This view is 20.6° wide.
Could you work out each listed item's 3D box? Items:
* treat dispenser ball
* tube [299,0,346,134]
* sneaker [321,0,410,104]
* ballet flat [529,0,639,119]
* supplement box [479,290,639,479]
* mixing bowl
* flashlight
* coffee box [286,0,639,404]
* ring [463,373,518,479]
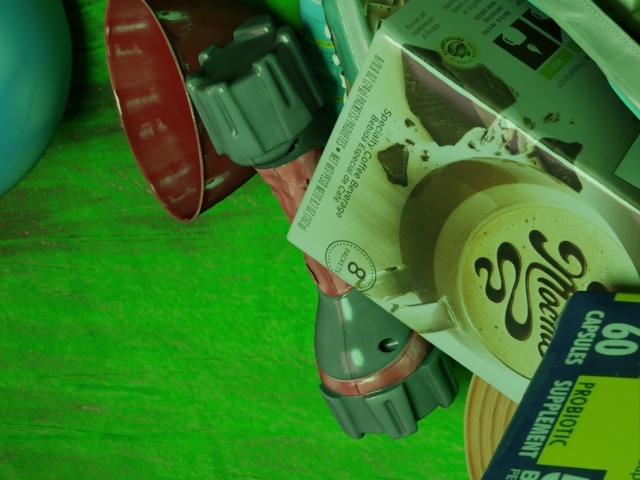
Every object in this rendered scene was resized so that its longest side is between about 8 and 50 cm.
[{"bbox_3d":[-0.355,-0.154,1.495,0.288,0.288,0.288,33,137,36],"label":"treat dispenser ball"},{"bbox_3d":[0.018,-0.097,1.256,0.080,0.052,0.207,39,147,41],"label":"tube"},{"bbox_3d":[0.055,-0.073,1.161,0.121,0.108,0.302,-10,107,51],"label":"sneaker"},{"bbox_3d":[0.164,-0.115,0.900,0.213,0.072,0.068,46,136,20],"label":"ballet flat"},{"bbox_3d":[0.262,0.162,0.772,0.357,0.194,0.195,3,127,28],"label":"supplement box"},{"bbox_3d":[-0.082,-0.113,1.308,0.181,0.098,0.181,53,153,42],"label":"mixing bowl"},{"bbox_3d":[0.000,0.000,1.236,0.103,0.103,0.304,34,155,58],"label":"flashlight"},{"bbox_3d":[0.150,0.003,0.953,0.297,0.119,0.168,35,134,11],"label":"coffee box"},{"bbox_3d":[0.240,0.167,1.109,0.337,0.032,0.336,20,128,28],"label":"ring"}]
